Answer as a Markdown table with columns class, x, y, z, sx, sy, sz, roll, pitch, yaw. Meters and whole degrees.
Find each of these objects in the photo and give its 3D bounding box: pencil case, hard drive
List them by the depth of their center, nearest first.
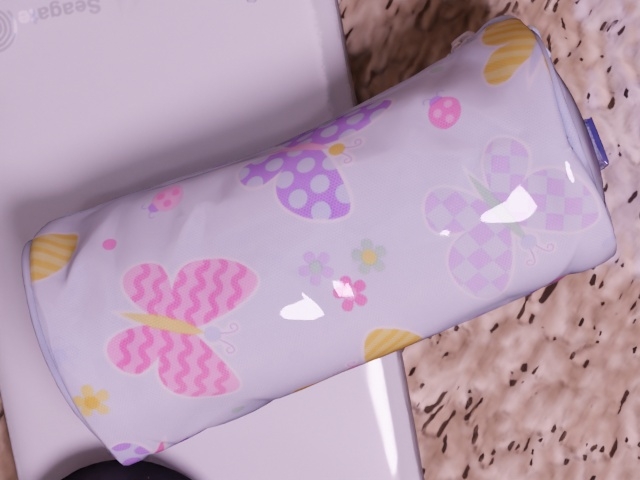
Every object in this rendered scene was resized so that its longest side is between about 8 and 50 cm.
| class | x | y | z | sx | sy | sz | roll | pitch | yaw |
| --- | --- | --- | --- | --- | --- | --- | --- | --- | --- |
| pencil case | 0.000 | 0.000 | 0.894 | 0.273 | 0.113 | 0.124 | -24 | 87 | 7 |
| hard drive | -0.070 | 0.013 | 0.979 | 0.203 | 0.040 | 0.307 | -10 | 98 | 6 |

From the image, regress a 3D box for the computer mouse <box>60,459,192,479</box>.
| class | x | y | z | sx | sy | sz | roll | pitch | yaw |
| --- | --- | --- | --- | --- | --- | --- | --- | --- | --- |
| computer mouse | -0.073 | 0.240 | 0.969 | 0.189 | 0.072 | 0.272 | -12 | 109 | 8 |

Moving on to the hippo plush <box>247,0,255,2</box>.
| class | x | y | z | sx | sy | sz | roll | pitch | yaw |
| --- | --- | --- | --- | --- | --- | --- | --- | --- | --- |
| hippo plush | -0.191 | -0.248 | 0.898 | 0.237 | 0.234 | 0.294 | -17 | 139 | 24 |
